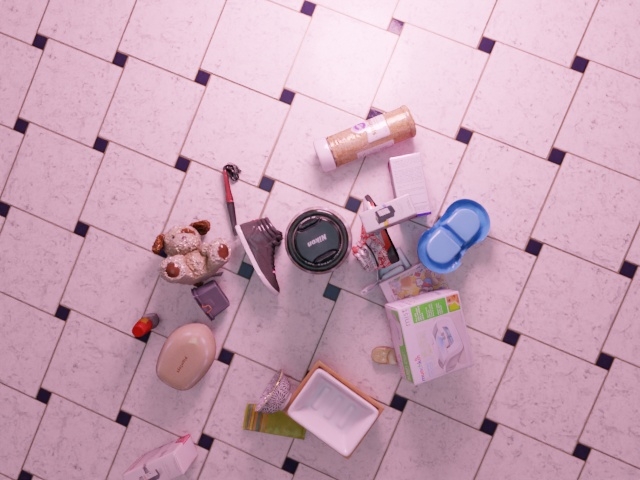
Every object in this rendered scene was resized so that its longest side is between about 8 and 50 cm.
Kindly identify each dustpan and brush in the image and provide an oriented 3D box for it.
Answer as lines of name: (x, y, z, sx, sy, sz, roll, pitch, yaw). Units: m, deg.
dustpan and brush: (0.235, 0.136, 1.714, 0.211, 0.060, 0.147, -32, 88, 4)

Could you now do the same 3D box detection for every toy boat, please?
toy boat: (-0.538, 0.379, 1.750, 0.318, 0.148, 0.268, 36, 98, -4)

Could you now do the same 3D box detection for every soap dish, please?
soap dish: (0.046, 0.597, 1.703, 0.290, 0.118, 0.229, 35, 93, 4)

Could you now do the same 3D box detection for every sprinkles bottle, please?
sprinkles bottle: (0.155, -0.360, 1.688, 0.355, 0.121, 0.121, -21, 89, 4)

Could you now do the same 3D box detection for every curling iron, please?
curling iron: (-0.326, -0.155, 1.770, 0.068, 0.035, 0.274, -2, 90, 5)

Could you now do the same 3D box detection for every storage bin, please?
storage bin: (-0.397, 0.215, 1.736, 0.091, 0.098, 0.135, -33, 116, -5)

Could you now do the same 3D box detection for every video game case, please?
video game case: (0.349, 0.195, 1.692, 0.226, 0.026, 0.207, -26, 95, -7)

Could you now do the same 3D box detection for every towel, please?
towel: (-0.169, 0.674, 1.770, 0.236, 0.021, 0.102, 8, 92, 4)

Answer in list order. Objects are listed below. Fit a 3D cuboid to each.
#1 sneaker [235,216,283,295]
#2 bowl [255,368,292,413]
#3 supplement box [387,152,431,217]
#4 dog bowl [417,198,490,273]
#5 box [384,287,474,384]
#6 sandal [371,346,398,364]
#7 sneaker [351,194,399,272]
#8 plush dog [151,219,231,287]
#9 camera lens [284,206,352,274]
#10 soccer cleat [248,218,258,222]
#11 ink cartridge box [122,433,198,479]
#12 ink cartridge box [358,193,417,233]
sneaker: (-0.181, 0.049, 1.727, 0.146, 0.104, 0.296, -27, 93, -4)
bowl: (-0.155, 0.556, 1.700, 0.080, 0.170, 0.170, 35, 93, -5)
supplement box: (0.312, -0.186, 1.681, 0.113, 0.111, 0.220, -12, 90, 5)
dog bowl: (0.457, -0.011, 1.663, 0.166, 0.074, 0.297, 44, 81, 4)
box: (0.365, 0.319, 1.614, 0.230, 0.126, 0.262, -13, 93, -15)
sandal: (0.304, 0.418, 1.701, 0.239, 0.079, 0.088, -2, 90, 4)
sneaker: (0.165, -0.021, 1.697, 0.144, 0.090, 0.270, -25, 76, 15)
plush dog: (-0.481, 0.043, 1.735, 0.262, 0.211, 0.226, -23, 73, -23)
camera lens: (0.000, 0.000, 1.625, 0.219, 0.274, 0.220, 0, 90, 5)
soccer cleat: (-0.263, -0.053, 1.771, 0.083, 0.029, 0.036, -28, 97, 7)
ink cartridge box: (-0.582, 0.818, 1.734, 0.217, 0.158, 0.092, -24, 89, 5)
ink cartridge box: (0.226, -0.083, 1.572, 0.175, 0.127, 0.073, -23, 84, 12)
